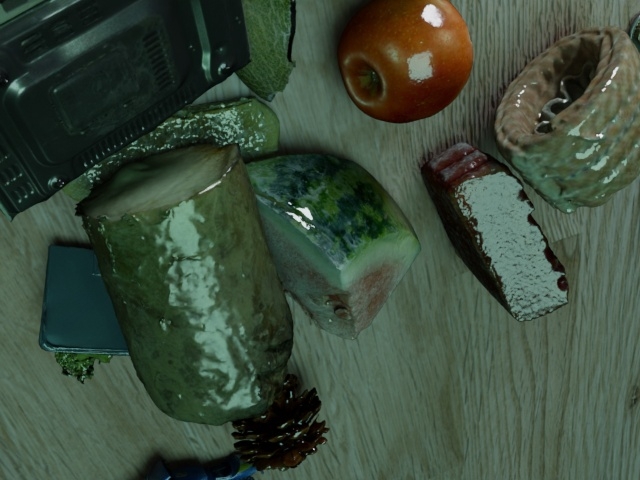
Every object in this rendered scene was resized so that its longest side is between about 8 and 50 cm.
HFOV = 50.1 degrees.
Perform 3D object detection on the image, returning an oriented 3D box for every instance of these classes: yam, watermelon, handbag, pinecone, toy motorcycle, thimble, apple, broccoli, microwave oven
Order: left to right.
[{"bbox_3d":[-0.227,-0.196,0.620,0.295,0.181,0.237,-39,152,-20],"label":"microwave oven"},{"bbox_3d":[-0.316,0.135,0.940,0.092,0.097,0.095,23,139,9],"label":"broccoli"},{"bbox_3d":[-0.251,0.081,0.912,0.221,0.057,0.144,7,75,-24],"label":"handbag"},{"bbox_3d":[-0.214,0.420,1.154,0.254,0.092,0.136,-2,112,-30],"label":"toy motorcycle"},{"bbox_3d":[-0.143,0.055,0.792,0.195,0.195,0.300,-19,109,-9],"label":"yam"},{"bbox_3d":[-0.071,0.281,1.088,0.173,0.173,0.174,-10,123,-15],"label":"pinecone"},{"bbox_3d":[0.000,0.000,0.935,0.310,0.193,0.232,8,105,-60],"label":"watermelon"},{"bbox_3d":[0.100,-0.221,0.836,0.139,0.163,0.163,-27,127,-20],"label":"apple"},{"bbox_3d":[0.350,-0.163,0.920,0.148,0.229,0.196,40,137,-24],"label":"thimble"}]

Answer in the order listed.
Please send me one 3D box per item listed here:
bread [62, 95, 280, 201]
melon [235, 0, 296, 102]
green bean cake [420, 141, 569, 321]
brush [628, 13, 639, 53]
[{"bbox_3d":[-0.180,-0.072,0.885,0.286,0.056,0.207,-16,123,-9],"label":"bread"},{"bbox_3d":[-0.083,-0.255,0.803,0.139,0.093,0.202,19,145,-2],"label":"melon"},{"bbox_3d":[0.249,-0.020,0.994,0.097,0.198,0.233,-32,122,-2],"label":"green bean cake"},{"bbox_3d":[0.419,-0.228,1.031,0.062,0.027,0.266,32,105,-28],"label":"brush"}]
